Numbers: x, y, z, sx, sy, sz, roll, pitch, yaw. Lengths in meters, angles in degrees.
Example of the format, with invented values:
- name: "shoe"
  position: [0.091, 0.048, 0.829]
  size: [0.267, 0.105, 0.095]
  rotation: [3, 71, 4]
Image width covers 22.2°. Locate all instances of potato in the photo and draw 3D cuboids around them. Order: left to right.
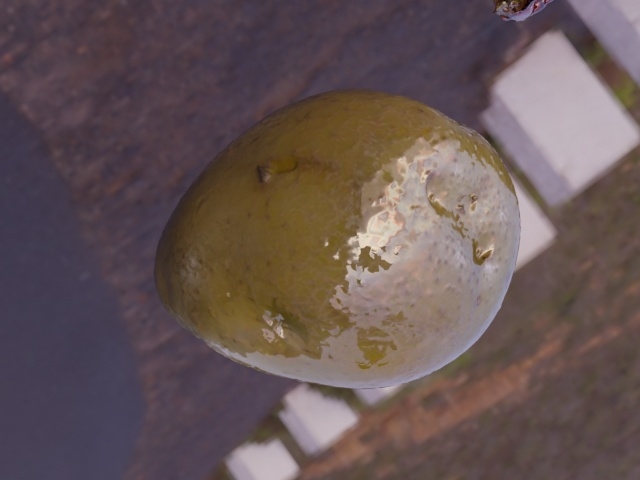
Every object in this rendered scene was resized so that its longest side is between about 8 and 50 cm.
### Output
- name: "potato"
  position: [0.000, 0.000, 0.862]
  size: [0.194, 0.157, 0.157]
  rotation: [-8, -168, 38]

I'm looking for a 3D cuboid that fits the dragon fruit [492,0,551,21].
- name: "dragon fruit"
  position: [0.133, -0.187, 0.838]
  size: [0.147, 0.096, 0.102]
  rotation: [-31, 179, -40]
